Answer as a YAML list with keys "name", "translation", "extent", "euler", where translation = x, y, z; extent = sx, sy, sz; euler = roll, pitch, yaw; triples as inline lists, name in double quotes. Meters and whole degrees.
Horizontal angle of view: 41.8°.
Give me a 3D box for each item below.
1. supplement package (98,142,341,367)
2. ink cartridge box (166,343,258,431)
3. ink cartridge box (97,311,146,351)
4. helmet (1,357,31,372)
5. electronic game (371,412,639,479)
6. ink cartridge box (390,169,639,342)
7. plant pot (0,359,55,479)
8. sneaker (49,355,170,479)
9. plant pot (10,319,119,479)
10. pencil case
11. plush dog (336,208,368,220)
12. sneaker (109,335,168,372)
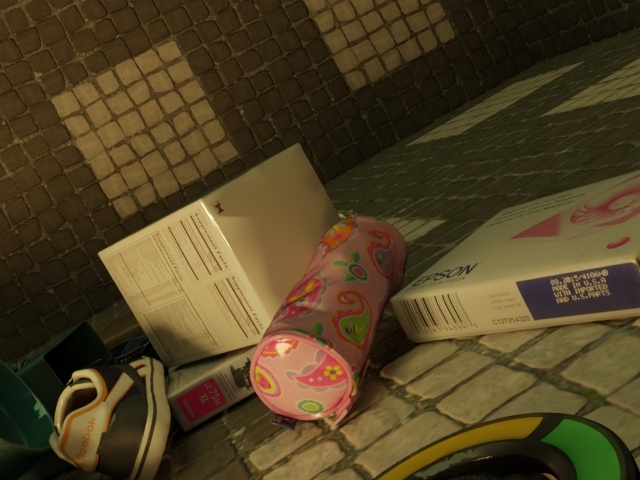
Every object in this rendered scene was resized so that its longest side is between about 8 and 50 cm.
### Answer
- name: "supplement package"
  translation: [-0.123, 0.027, 1.152]
  extent: [0.263, 0.198, 0.199]
  euler: [-22, 11, 45]
- name: "ink cartridge box"
  translation: [-0.065, 0.141, 1.164]
  extent: [0.311, 0.065, 0.186]
  euler: [-32, 9, -5]
- name: "ink cartridge box"
  translation: [-0.379, 0.202, 1.724]
  extent: [0.193, 0.088, 0.234]
  euler: [-28, 9, 18]
- name: "helmet"
  translation: [-0.523, 0.286, 1.438]
  extent: [0.169, 0.161, 0.169]
  euler: [-28, 8, 4]
- name: "electronic game"
  translation: [0.083, 0.177, 0.512]
  extent: [0.229, 0.048, 0.229]
  euler: [-28, 8, 4]
- name: "ink cartridge box"
  translation: [0.287, -0.012, 0.910]
  extent: [0.330, 0.071, 0.324]
  euler: [-37, 11, -36]
- name: "plant pot"
  translation: [-0.517, 0.263, 1.030]
  extent: [0.255, 0.272, 0.272]
  euler: [-49, 10, -4]
- name: "sneaker"
  translation: [-0.271, 0.211, 1.077]
  extent: [0.321, 0.128, 0.126]
  euler: [-174, 100, -75]
- name: "plant pot"
  translation: [-0.429, 0.270, 1.277]
  extent: [0.234, 0.165, 0.165]
  euler: [-32, 7, 13]
- name: "pencil case"
  translation: [0.018, 0.082, 0.945]
  extent: [0.124, 0.124, 0.284]
  euler: [-24, 19, 29]
- name: "plush dog"
  translation: [0.000, 0.000, 1.467]
  extent: [0.226, 0.210, 0.262]
  euler: [0, 16, 8]
- name: "sneaker"
  translation: [-0.319, 0.211, 1.500]
  extent: [0.232, 0.081, 0.090]
  euler: [-26, 2, 10]
